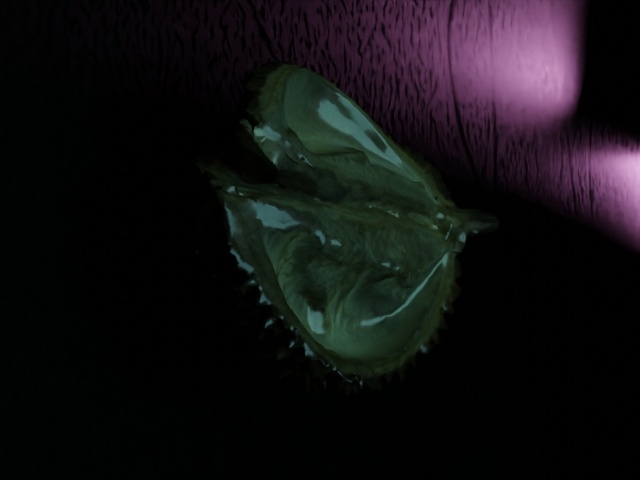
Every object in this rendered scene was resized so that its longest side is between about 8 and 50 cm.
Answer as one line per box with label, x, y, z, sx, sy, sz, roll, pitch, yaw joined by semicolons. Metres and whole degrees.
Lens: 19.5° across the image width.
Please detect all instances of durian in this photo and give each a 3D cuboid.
durian;-0.001;-0.002;0.631;0.140;0.071;0.110;0;84;-45
